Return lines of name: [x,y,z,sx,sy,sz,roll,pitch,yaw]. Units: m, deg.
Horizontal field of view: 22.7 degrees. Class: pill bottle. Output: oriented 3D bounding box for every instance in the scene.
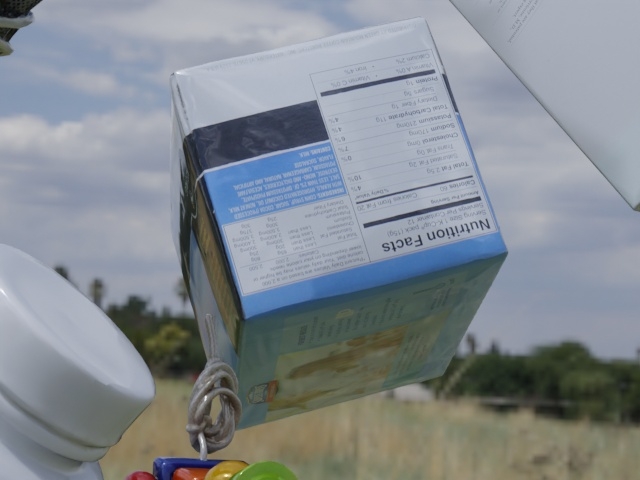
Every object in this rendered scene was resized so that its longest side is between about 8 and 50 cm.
pill bottle: [-0.162,0.105,0.591,0.117,0.215,0.117,43,6,-6]

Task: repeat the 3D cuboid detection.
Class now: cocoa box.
cocoa box: [0.000,0.000,1.422,0.232,0.228,0.347,-14,-20,-11]

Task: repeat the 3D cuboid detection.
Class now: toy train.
toy train: [-0.054,0.153,0.963,0.105,0.248,0.143,6,-15,-22]

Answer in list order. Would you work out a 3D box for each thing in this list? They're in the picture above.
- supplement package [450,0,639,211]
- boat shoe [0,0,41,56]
supplement package: [0.211,-0.136,0.839,0.149,0.194,0.203,13,32,-41]
boat shoe: [-0.226,-0.130,0.991,0.341,0.158,0.127,-12,3,16]
